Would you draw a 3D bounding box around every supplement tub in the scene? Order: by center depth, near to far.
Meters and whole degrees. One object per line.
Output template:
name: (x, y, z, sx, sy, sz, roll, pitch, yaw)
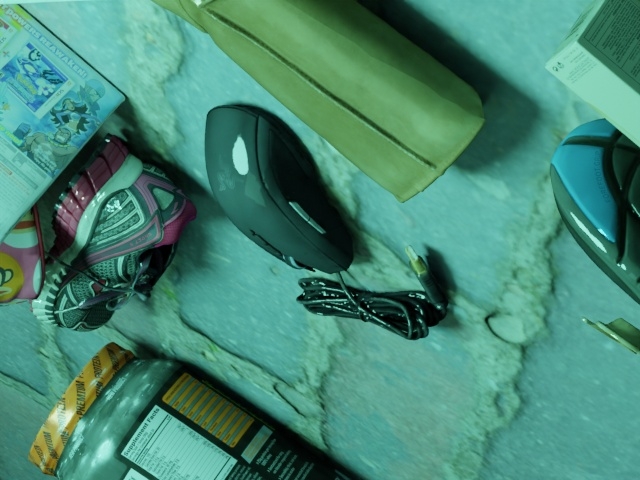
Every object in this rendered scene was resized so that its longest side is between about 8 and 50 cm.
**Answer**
supplement tub: (-0.138, 0.271, 1.707, 0.338, 0.207, 0.207, 34, 151, 4)

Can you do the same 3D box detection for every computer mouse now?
computer mouse: (0.000, 0.000, 1.306, 0.184, 0.060, 0.262, 11, 143, 39)

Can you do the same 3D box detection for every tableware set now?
tableware set: (0.269, 0.102, 1.116, 0.141, 0.020, 0.169, 31, -175, -32)

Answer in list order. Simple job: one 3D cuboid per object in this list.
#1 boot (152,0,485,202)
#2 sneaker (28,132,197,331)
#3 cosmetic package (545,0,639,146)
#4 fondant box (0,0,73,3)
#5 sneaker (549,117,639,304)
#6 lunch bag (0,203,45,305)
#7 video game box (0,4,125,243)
boot: (0.006, -0.159, 1.049, 0.269, 0.089, 0.236, 38, 157, -7)
sneaker: (-0.204, 0.021, 1.497, 0.112, 0.121, 0.299, 33, 151, 2)
cosmetic package: (0.202, -0.096, 0.946, 0.115, 0.060, 0.041, 40, 152, -5)
fondant box: (-0.082, -0.258, 0.859, 0.330, 0.096, 0.238, 5, 105, 42)
sneaker: (0.282, 0.053, 1.017, 0.341, 0.125, 0.139, 37, 157, 2)
lunch bag: (-0.367, -0.057, 1.482, 0.293, 0.120, 0.258, -9, 90, 60)
video game box: (-0.303, -0.120, 1.323, 0.205, 0.187, 0.048, 41, 155, -8)
